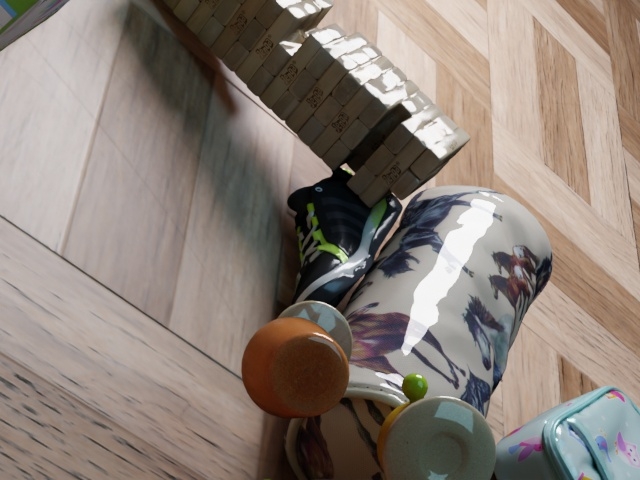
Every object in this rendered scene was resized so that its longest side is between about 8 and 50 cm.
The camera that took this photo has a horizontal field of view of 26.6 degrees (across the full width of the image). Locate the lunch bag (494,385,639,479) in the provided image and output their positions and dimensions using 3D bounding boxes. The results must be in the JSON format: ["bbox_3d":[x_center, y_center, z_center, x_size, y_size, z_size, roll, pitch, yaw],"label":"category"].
[{"bbox_3d":[0.297,0.299,1.376,0.224,0.108,0.279,-12,73,-57],"label":"lunch bag"}]

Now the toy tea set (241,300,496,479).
[{"bbox_3d":[0.029,0.210,1.010,0.200,0.124,0.336,-4,91,-15],"label":"toy tea set"}]

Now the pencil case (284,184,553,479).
[{"bbox_3d":[0.104,0.098,1.236,0.183,0.160,0.410,62,30,-18],"label":"pencil case"}]

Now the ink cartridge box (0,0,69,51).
[{"bbox_3d":[-0.196,-0.247,1.023,0.097,0.255,0.189,51,33,-11],"label":"ink cartridge box"}]

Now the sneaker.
[{"bbox_3d":[0.000,0.000,1.272,0.097,0.084,0.234,37,30,-2],"label":"sneaker"}]

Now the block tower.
[{"bbox_3d":[-0.016,-0.176,1.300,0.335,0.091,0.097,45,30,5],"label":"block tower"}]
